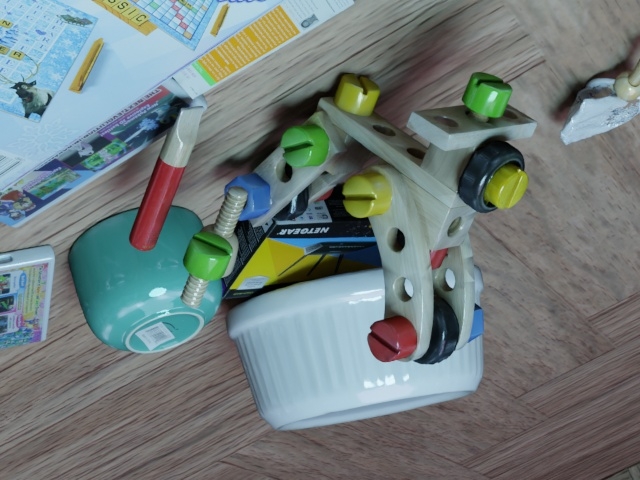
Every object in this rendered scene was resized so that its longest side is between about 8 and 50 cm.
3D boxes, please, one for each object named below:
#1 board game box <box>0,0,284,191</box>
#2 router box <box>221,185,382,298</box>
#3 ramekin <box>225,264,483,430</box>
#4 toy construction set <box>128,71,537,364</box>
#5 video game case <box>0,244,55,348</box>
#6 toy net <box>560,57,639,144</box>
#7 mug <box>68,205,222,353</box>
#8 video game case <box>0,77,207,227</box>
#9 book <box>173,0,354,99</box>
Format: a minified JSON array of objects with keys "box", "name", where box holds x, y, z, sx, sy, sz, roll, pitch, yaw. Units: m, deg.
[{"box":[-0.177,-0.163,0.778,0.318,0.066,0.319,-30,156,20],"name":"board game box"},{"box":[0.000,0.000,1.373,0.179,0.046,0.133,-4,149,-32],"name":"router box"},{"box":[0.044,0.113,1.442,0.273,0.127,0.273,-11,169,-2],"name":"ramekin"},{"box":[0.025,-0.061,1.140,0.309,0.257,0.237,6,127,-25],"name":"toy construction set"},{"box":[-0.319,0.063,1.289,0.143,0.019,0.157,-11,151,-21],"name":"video game case"},{"box":[0.319,-0.165,1.306,0.232,0.045,0.122,-35,152,29],"name":"toy net"},{"box":[-0.144,0.043,1.291,0.158,0.097,0.129,0,146,-35],"name":"mug"},{"box":[-0.214,-0.091,1.074,0.201,0.023,0.183,-30,152,15],"name":"video game case"},{"box":[-0.057,-0.171,1.030,0.144,0.035,0.096,-27,150,10],"name":"book"}]
